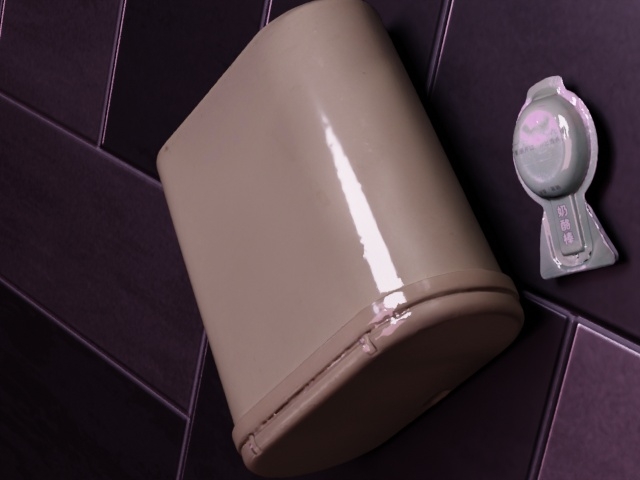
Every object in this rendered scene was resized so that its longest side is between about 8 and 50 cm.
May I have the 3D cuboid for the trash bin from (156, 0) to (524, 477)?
[{"bbox_3d":[0.000,0.000,1.037,0.243,0.121,0.247,-43,59,42],"label":"trash bin"}]

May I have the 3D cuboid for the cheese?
[{"bbox_3d":[0.144,-0.039,0.934,0.067,0.026,0.120,-17,80,49],"label":"cheese"}]
